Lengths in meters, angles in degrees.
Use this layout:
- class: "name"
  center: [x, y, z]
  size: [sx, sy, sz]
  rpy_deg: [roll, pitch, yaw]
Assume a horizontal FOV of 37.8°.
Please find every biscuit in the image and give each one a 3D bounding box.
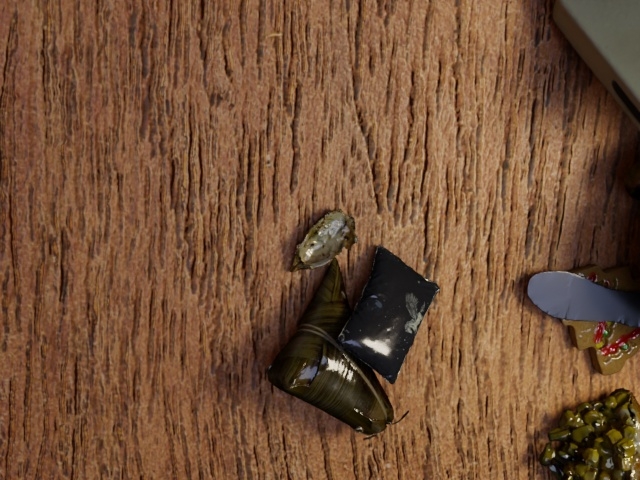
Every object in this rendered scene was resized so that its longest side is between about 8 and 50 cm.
- class: "biscuit"
  center: [0.517, 0.126, 1.697]
  size: [0.239, 0.041, 0.212]
  rpy_deg: [29, 94, -16]

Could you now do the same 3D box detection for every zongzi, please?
- class: "zongzi"
  center: [0.063, 0.190, 1.593]
  size: [0.248, 0.111, 0.241]
  rpy_deg: [34, 73, -24]

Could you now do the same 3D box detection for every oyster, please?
- class: "oyster"
  center: [0.000, 0.000, 1.574]
  size: [0.132, 0.029, 0.086]
  rpy_deg: [-20, 97, -5]

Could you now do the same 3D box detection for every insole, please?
- class: "insole"
  center: [0.487, 0.109, 1.668]
  size: [0.253, 0.005, 0.086]
  rpy_deg: [12, 98, -8]

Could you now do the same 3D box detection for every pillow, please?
- class: "pillow"
  center: [0.116, 0.123, 1.568]
  size: [0.141, 0.055, 0.208]
  rpy_deg: [36, 59, -18]

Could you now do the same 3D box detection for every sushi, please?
- class: "sushi"
  center: [0.512, 0.415, 1.692]
  size: [0.179, 0.167, 0.296]
  rpy_deg: [18, 102, -37]

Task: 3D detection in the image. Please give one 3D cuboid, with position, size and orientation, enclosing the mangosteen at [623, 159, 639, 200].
- class: "mangosteen"
  center: [0.710, -0.021, 1.555]
  size: [0.382, 0.382, 0.435]
  rpy_deg: [-25, 90, -7]

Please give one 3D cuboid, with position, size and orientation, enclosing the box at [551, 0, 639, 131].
- class: "box"
  center: [0.621, -0.348, 1.526]
  size: [0.373, 0.090, 0.367]
  rpy_deg: [-26, 68, -7]
